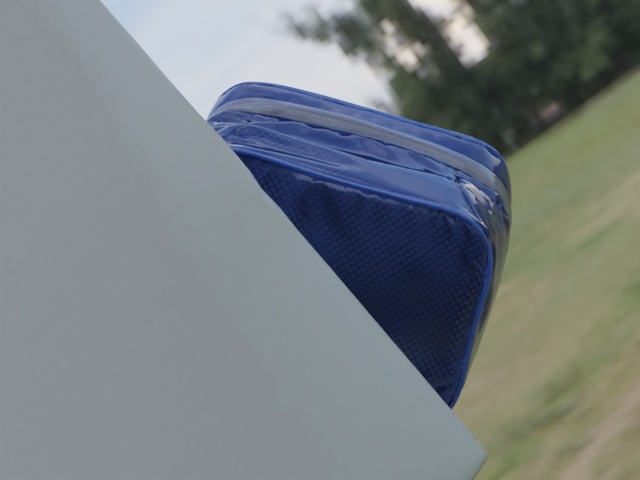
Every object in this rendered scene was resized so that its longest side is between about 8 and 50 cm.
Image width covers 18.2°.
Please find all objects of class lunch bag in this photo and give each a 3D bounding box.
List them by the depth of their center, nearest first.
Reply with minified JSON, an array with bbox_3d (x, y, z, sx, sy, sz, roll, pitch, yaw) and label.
[{"bbox_3d":[0.000,0.000,0.536,0.065,0.098,0.067,-66,-7,-66],"label":"lunch bag"}]

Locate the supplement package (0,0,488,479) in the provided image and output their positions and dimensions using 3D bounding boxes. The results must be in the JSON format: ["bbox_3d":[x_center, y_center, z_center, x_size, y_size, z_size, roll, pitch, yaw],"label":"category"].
[{"bbox_3d":[-0.114,0.059,0.423,0.149,0.194,0.203,-9,38,53],"label":"supplement package"}]
